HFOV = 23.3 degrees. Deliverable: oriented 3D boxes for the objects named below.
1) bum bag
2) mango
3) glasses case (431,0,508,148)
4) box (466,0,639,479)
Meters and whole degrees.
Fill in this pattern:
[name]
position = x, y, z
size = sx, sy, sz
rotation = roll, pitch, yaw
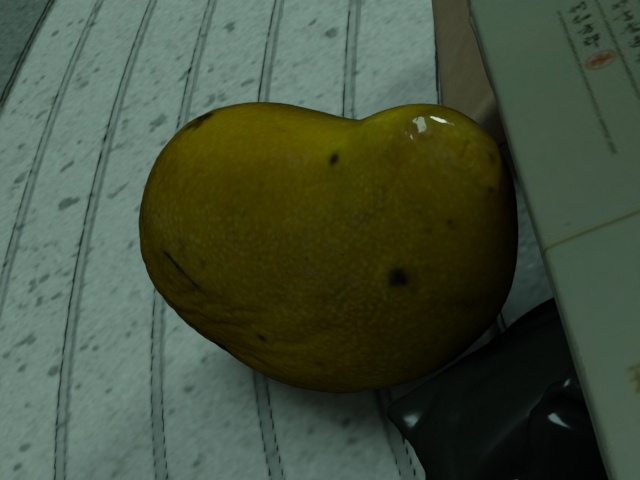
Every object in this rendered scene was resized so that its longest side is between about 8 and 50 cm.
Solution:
[bum bag]
position = 0.166, 0.058, 0.606
size = 0.326, 0.080, 0.142
rotation = -12, 38, 32
[mango]
position = -0.004, 0.003, 0.740
size = 0.109, 0.157, 0.262
rotation = -37, 12, -25
[glasses case]
position = 0.107, -0.109, 0.880
size = 0.102, 0.070, 0.193
rotation = -50, 26, 34
[box]
position = 0.179, -0.042, 0.614
size = 0.204, 0.051, 0.365
rotation = -20, 35, 10
